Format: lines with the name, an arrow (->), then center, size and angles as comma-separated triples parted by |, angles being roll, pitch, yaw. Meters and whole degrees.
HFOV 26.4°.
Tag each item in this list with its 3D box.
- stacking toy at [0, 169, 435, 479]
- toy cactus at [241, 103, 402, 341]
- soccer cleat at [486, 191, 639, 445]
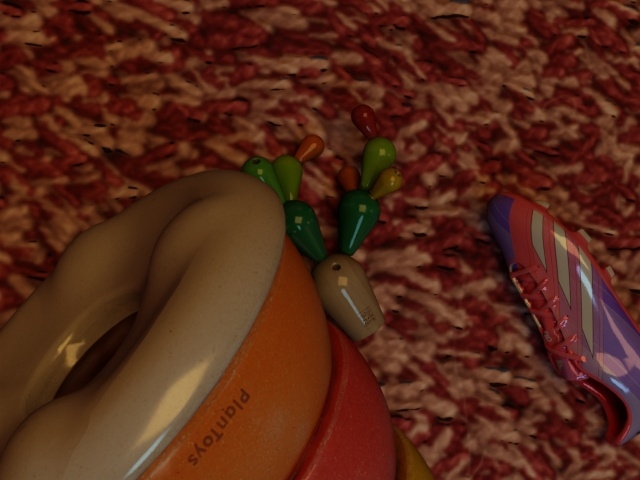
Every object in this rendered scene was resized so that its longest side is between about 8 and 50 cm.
stacking toy -> -0.028, 0.215, 1.024 | 0.480, 0.350, 0.350 | 45, 70, -22
toy cactus -> 0.000, 0.000, 1.151 | 0.219, 0.112, 0.180 | -39, 101, -28
soccer cleat -> 0.221, 0.067, 1.204 | 0.095, 0.083, 0.248 | -42, 94, -15
